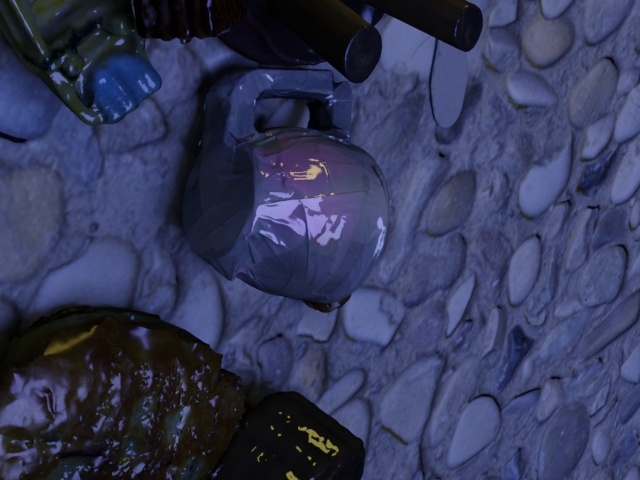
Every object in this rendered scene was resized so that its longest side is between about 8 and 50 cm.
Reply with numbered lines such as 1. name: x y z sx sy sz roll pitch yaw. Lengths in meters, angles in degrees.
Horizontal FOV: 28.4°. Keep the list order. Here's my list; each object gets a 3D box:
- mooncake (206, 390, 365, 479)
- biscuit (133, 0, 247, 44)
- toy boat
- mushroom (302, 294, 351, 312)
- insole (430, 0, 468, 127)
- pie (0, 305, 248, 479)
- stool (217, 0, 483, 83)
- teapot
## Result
1. mooncake: -0.045 0.285 1.381 0.228 0.124 0.228 -55 164 -24
2. biscuit: -0.109 -0.286 0.995 0.106 0.070 0.252 -54 143 -69
3. toy boat: -0.212 -0.219 0.972 0.111 0.084 0.276 -40 134 -23
4. mushroom: 0.000 0.000 1.363 0.060 0.061 0.187 -30 128 -28
5. insole: 0.148 -0.218 1.444 0.065 0.004 0.197 -29 131 -36
6. pie: -0.224 0.201 1.182 0.354 0.103 0.288 6 107 -50
7. stool: 0.029 -0.274 1.132 0.272 0.178 0.272 -27 130 -39
8. teapot: -0.032 -0.055 1.208 0.178 0.163 0.222 10 105 -42
